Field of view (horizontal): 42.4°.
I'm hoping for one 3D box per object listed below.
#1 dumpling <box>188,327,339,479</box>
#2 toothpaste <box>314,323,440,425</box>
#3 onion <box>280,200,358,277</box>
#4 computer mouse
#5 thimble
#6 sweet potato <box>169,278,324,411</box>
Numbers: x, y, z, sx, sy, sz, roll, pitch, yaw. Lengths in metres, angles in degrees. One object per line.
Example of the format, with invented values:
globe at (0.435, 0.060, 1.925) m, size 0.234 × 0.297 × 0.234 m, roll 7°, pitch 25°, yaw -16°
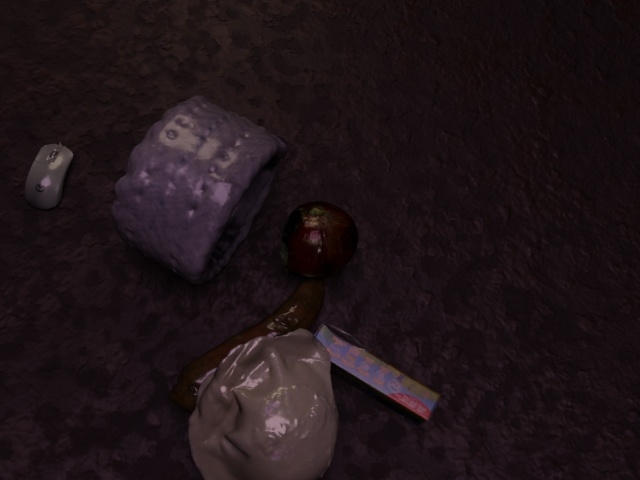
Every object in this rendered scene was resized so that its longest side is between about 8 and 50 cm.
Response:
dumpling at (-0.074, 0.240, 1.069) m, size 0.193 × 0.147 × 0.258 m, roll 4°, pitch 96°, yaw -16°
toothpaste at (0.072, 0.186, 1.147) m, size 0.193 × 0.070 × 0.044 m, roll 31°, pitch 69°, yaw 5°
onion at (0.000, 0.000, 1.184) m, size 0.118 × 0.119 × 0.117 m, roll 9°, pitch 56°, yaw -3°
computer mouse at (-0.402, -0.101, 1.218) m, size 0.055 × 0.032 × 0.110 m, roll 13°, pitch 70°, yaw -2°
thimble at (-0.167, -0.074, 1.136) m, size 0.157 × 0.217 × 0.245 m, roll 29°, pitch 57°, yaw 4°
sweet potato at (-0.088, 0.146, 1.146) m, size 0.273 × 0.075 × 0.075 m, roll -37°, pitch 78°, yaw -18°
